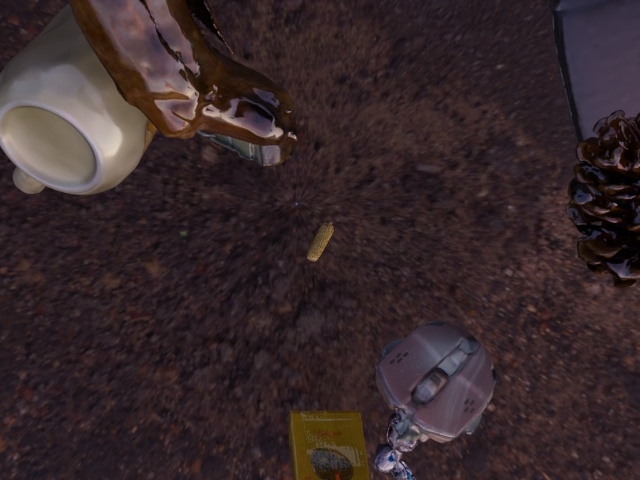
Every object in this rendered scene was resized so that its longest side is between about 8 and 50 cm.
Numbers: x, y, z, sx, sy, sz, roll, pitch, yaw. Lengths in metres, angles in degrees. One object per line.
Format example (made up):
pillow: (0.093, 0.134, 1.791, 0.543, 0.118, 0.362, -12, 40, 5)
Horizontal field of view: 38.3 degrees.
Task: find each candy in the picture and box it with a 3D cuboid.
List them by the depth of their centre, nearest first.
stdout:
candy: (0.149, 0.331, 1.571, 0.094, 0.051, 0.226, 19, 129, 14)

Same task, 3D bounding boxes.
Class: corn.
corn: (0.000, 0.000, 1.690, 0.027, 0.028, 0.083, 37, 70, -24)

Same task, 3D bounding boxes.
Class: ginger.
ginger: (-0.132, -0.193, 0.723, 0.133, 0.107, 0.309, -41, 123, -36)

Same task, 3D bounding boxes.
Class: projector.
projector: (0.596, -0.282, 1.494, 0.395, 0.242, 0.405, -12, 115, 18)

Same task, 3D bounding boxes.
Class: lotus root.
lotus root: (-0.135, -0.228, 1.711, 0.235, 0.138, 0.118, 26, 123, 37)

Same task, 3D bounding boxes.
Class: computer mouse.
computer mouse: (0.187, 0.214, 1.456, 0.199, 0.389, 0.115, 39, 112, 12)

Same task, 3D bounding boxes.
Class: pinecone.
pinecone: (0.282, -0.037, 0.772, 0.174, 0.173, 0.173, 0, 92, -1)

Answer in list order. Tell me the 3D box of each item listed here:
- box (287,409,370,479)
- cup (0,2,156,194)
box: (0.012, 0.264, 1.037, 0.087, 0.023, 0.155, 0, 51, -9)
cup: (-0.291, -0.161, 1.063, 0.255, 0.202, 0.173, -11, 129, 34)
